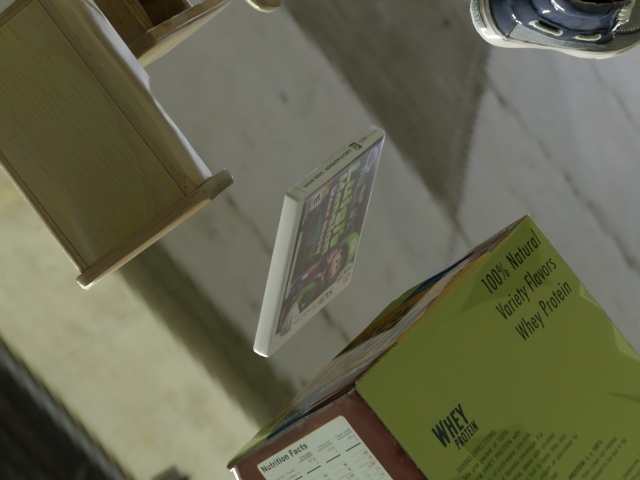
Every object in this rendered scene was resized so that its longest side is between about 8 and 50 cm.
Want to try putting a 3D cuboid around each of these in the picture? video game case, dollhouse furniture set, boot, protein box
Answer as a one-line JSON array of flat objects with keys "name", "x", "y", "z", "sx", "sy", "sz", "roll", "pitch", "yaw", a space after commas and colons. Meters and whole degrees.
[{"name": "video game case", "x": 0.000, "y": 0.000, "z": 1.883, "sx": 0.022, "sy": 0.190, "sz": 0.173, "roll": 25, "pitch": -145, "yaw": 19}, {"name": "dollhouse furniture set", "x": -0.113, "y": -0.098, "z": 1.233, "sx": 0.161, "sy": 0.212, "sz": 0.242, "roll": 53, "pitch": -153, "yaw": -4}, {"name": "boot", "x": 0.200, "y": -0.168, "z": 1.358, "sx": 0.190, "sy": 0.086, "sz": 0.069, "roll": -10, "pitch": -91, "yaw": -42}, {"name": "protein box", "x": 0.095, "y": 0.134, "z": 1.127, "sx": 0.201, "sy": 0.136, "sz": 0.200, "roll": 52, "pitch": -134, "yaw": -3}]
